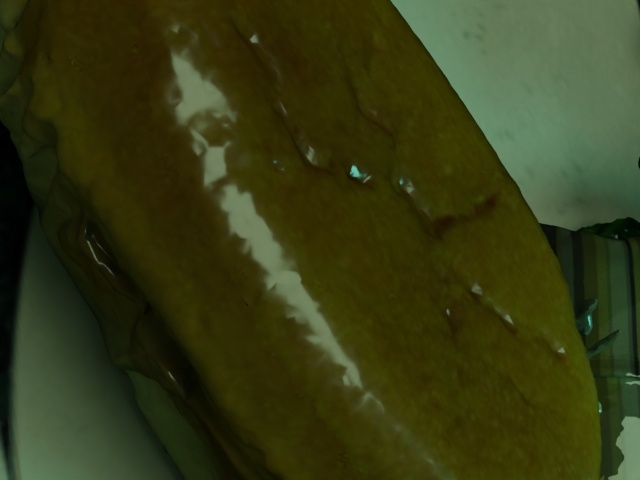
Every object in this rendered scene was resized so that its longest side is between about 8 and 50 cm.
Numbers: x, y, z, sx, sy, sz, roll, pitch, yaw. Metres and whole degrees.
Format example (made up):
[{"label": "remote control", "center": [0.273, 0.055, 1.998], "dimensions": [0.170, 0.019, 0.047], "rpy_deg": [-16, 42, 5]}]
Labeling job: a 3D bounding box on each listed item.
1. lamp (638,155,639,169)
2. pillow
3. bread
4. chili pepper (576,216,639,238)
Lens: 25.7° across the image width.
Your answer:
[{"label": "lamp", "center": [0.322, -0.057, 0.853], "dimensions": [0.253, 0.118, 0.118], "rpy_deg": [7, 71, -26]}, {"label": "pillow", "center": [0.220, 0.093, 0.810], "dimensions": [0.212, 0.052, 0.208], "rpy_deg": [4, 70, -4]}, {"label": "bread", "center": [-0.007, 0.008, 0.679], "dimensions": [0.389, 0.183, 0.236], "rpy_deg": [50, 54, -7]}, {"label": "chili pepper", "center": [0.266, 0.094, 0.895], "dimensions": [0.122, 0.065, 0.279], "rpy_deg": [-30, 89, -23]}]
